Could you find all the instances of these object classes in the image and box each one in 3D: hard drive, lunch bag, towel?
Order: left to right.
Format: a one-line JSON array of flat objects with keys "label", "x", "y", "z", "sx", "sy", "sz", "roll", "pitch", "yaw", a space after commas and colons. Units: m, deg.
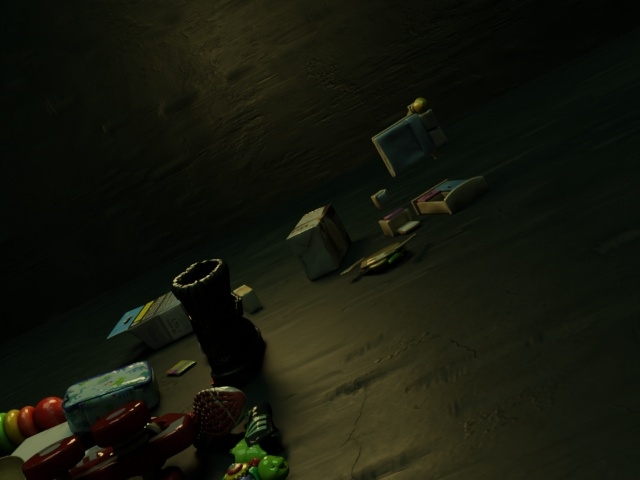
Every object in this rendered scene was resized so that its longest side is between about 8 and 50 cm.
[{"label": "hard drive", "x": -0.672, "y": 0.524, "z": 1.833, "sx": 0.210, "sy": 0.040, "sz": 0.318, "roll": -25, "pitch": 12, "yaw": 16}, {"label": "lunch bag", "x": -0.497, "y": 0.368, "z": 1.903, "sx": 0.219, "sy": 0.090, "sz": 0.176, "roll": -17, "pitch": 12, "yaw": -8}, {"label": "towel", "x": -0.356, "y": 0.325, "z": 2.047, "sx": 0.060, "sy": 0.009, "sz": 0.083, "roll": -35, "pitch": 14, "yaw": -35}]

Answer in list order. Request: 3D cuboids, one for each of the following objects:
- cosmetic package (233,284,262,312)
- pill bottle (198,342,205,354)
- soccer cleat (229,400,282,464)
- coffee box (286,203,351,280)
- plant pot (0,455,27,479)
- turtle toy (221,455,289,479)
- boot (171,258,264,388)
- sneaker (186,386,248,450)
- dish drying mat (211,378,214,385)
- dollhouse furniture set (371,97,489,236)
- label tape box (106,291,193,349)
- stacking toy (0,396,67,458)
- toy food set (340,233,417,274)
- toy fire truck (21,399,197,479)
[{"label": "cosmetic package", "x": -0.208, "y": 0.166, "z": 2.277, "sx": 0.041, "sy": 0.060, "sz": 0.115, "roll": -31, "pitch": 13, "yaw": -13}, {"label": "pill bottle", "x": -0.281, "y": 0.252, "z": 2.052, "sx": 0.065, "sy": 0.065, "sz": 0.116, "roll": -29, "pitch": 11, "yaw": -5}, {"label": "soccer cleat", "x": -0.095, "y": 0.325, "z": 1.332, "sx": 0.072, "sy": 0.060, "sz": 0.179, "roll": -8, "pitch": 17, "yaw": 12}, {"label": "coffee box", "x": 0.000, "y": 0.000, "z": 2.312, "sx": 0.098, "sy": 0.141, "sz": 0.246, "roll": -25, "pitch": 12, "yaw": 17}, {"label": "plant pot", "x": -0.688, "y": 0.548, "z": 1.638, "sx": 0.236, "sy": 0.032, "sz": 0.236, "roll": -25, "pitch": 32, "yaw": 17}, {"label": "turtle toy", "x": -0.098, "y": 0.352, "z": 1.164, "sx": 0.130, "sy": 0.066, "sz": 0.095, "roll": -23, "pitch": 12, "yaw": 24}, {"label": "boot", "x": -0.229, "y": 0.162, "z": 1.813, "sx": 0.131, "sy": 0.260, "sz": 0.348, "roll": -23, "pitch": 11, "yaw": -5}, {"label": "sneaker", "x": -0.178, "y": 0.302, "z": 1.433, "sx": 0.093, "sy": 0.088, "sz": 0.225, "roll": -27, "pitch": -8, "yaw": -33}, {"label": "dish drying mat", "x": -0.231, "y": 0.309, "z": 1.823, "sx": 0.032, "sy": 0.008, "sz": 0.083, "roll": -25, "pitch": 10, "yaw": 2}, {"label": "dollhouse furniture set", "x": 0.262, "y": -0.211, "z": 2.207, "sx": 0.286, "sy": 0.303, "sz": 0.198, "roll": -32, "pitch": 11, "yaw": -18}, {"label": "label tape box", "x": -0.460, "y": 0.231, "z": 2.467, "sx": 0.334, "sy": 0.105, "sz": 0.240, "roll": -27, "pitch": 12, "yaw": 7}, {"label": "stacking toy", "x": -0.814, "y": 0.503, "z": 2.092, "sx": 0.331, "sy": 0.141, "sz": 0.141, "roll": -21, "pitch": 12, "yaw": 2}, {"label": "toy food set", "x": 0.156, "y": 0.048, "z": 2.015, "sx": 0.192, "sy": 0.038, "sz": 0.132, "roll": -27, "pitch": 3, "yaw": 36}, {"label": "toy fire truck", "x": -0.361, "y": 0.384, "z": 1.409, "sx": 0.302, "sy": 0.169, "sz": 0.254, "roll": -28, "pitch": 6, "yaw": -4}]
